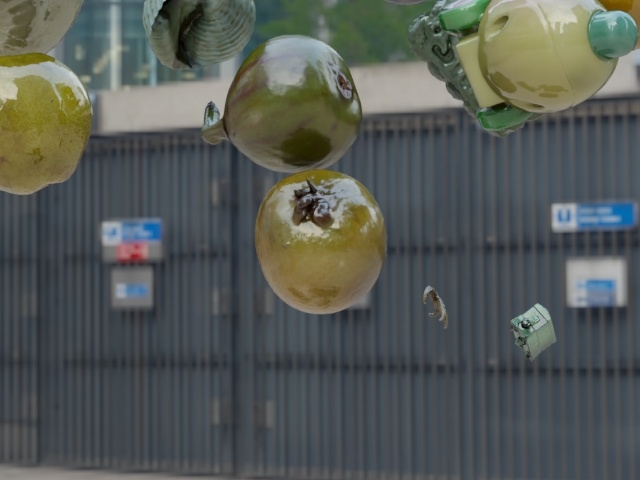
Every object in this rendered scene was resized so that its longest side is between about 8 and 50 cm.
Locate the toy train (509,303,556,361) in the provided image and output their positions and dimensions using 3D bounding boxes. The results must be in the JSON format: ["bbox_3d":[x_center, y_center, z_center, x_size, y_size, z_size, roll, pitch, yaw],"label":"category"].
[{"bbox_3d":[0.296,0.128,1.965,0.056,0.038,0.093,-35,-31,-4],"label":"toy train"}]

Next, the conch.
[{"bbox_3d":[-0.143,-0.257,1.585,0.102,0.135,0.153,41,-16,37],"label":"conch"}]

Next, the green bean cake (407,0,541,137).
[{"bbox_3d":[0.251,-0.277,1.869,0.227,0.222,0.125,-43,5,11],"label":"green bean cake"}]

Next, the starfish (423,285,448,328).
[{"bbox_3d":[0.184,0.104,2.267,0.028,0.078,0.091,-30,24,0],"label":"starfish"}]

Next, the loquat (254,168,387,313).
[{"bbox_3d":[0.000,0.000,1.452,0.137,0.163,0.163,4,-2,3],"label":"loquat"}]

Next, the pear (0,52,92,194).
[{"bbox_3d":[-0.435,-0.168,2.072,0.209,0.209,0.209,-1,-3,0],"label":"pear"}]

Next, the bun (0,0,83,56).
[{"bbox_3d":[-0.507,-0.448,2.159,0.326,0.362,0.234,-18,21,49],"label":"bun"}]

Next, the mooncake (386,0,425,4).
[{"bbox_3d":[0.128,-0.506,2.148,0.283,0.283,0.141,0,-14,-18],"label":"mooncake"}]

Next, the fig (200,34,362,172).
[{"bbox_3d":[-0.053,-0.141,1.504,0.186,0.148,0.142,-16,-33,11],"label":"fig"}]

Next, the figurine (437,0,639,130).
[{"bbox_3d":[0.245,-0.217,1.346,0.222,0.124,0.324,-20,15,25],"label":"figurine"}]
